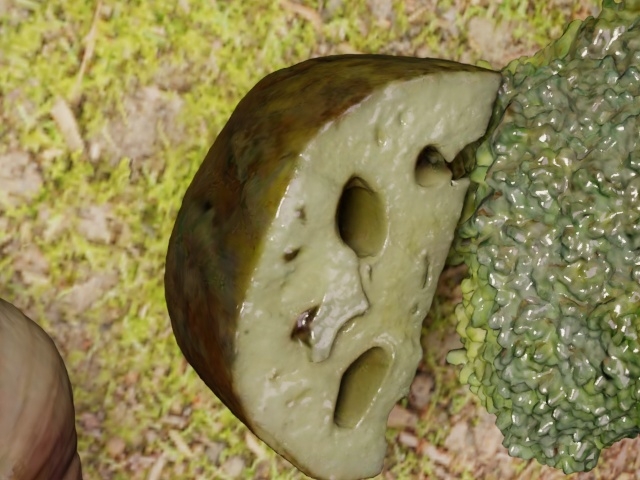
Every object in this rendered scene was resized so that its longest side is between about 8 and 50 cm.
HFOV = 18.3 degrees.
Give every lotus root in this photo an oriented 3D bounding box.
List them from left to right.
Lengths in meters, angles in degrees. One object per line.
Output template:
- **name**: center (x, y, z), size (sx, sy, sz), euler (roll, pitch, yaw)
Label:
- **lotus root**: center (0.000, 0.000, 1.065), size (0.138, 0.119, 0.235), euler (19, 94, -35)

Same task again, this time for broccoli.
- **broccoli**: center (0.187, -0.023, 1.102), size (0.288, 0.260, 0.235), euler (-25, 117, 0)

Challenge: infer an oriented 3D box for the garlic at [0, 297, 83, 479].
- **garlic**: center (-0.237, 0.132, 0.885), size (0.322, 0.241, 0.322), euler (45, 39, -52)
